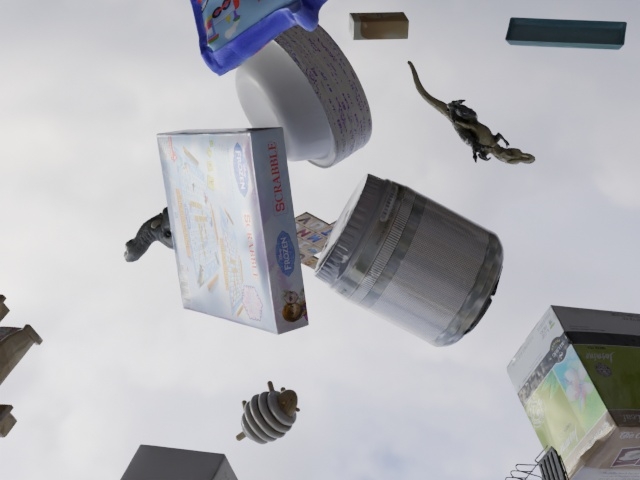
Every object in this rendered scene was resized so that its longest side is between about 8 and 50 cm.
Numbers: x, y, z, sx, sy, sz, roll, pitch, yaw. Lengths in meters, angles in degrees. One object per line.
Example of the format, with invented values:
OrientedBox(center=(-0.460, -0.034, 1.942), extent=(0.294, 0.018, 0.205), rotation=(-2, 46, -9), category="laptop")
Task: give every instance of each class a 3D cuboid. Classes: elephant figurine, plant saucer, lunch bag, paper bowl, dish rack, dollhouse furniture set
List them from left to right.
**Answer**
OrientedBox(center=(-0.561, 0.169, 1.597), extent=(0.303, 0.173, 0.355), rotation=(-4, -139, 36), category="dollhouse furniture set")
OrientedBox(center=(-0.236, -0.048, 1.955), extent=(0.169, 0.239, 0.186), rotation=(15, 179, -44), category="elephant figurine")
OrientedBox(center=(-0.031, -0.303, 1.072), extent=(0.221, 0.138, 0.293), rotation=(-31, -138, 22), category="lunch bag")
OrientedBox(center=(-0.046, -0.257, 1.864), extent=(0.148, 0.284, 0.284), rotation=(-33, -147, -17), category="paper bowl")
OrientedBox(center=(0.394, 0.533, 1.990), extent=(0.074, 0.271, 0.208), rotation=(12, -140, -18), category="dish rack")
OrientedBox(center=(0.407, -0.342, 1.714), extent=(0.192, 0.018, 0.067), rotation=(5, -132, 17), category="plant saucer")

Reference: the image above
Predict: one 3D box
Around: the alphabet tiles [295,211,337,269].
OrientedBox(center=(0.000, 0.000, 2.354), extent=(0.198, 0.009, 0.237), rotation=(-26, 145, 31), category="alphabet tiles")

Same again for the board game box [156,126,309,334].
OrientedBox(center=(-0.150, -0.025, 1.699), extent=(0.066, 0.318, 0.318), rotation=(-15, -167, -33), category="board game box")

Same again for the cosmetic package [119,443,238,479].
OrientedBox(center=(-0.181, 0.414, 1.285), extent=(0.138, 0.224, 0.224), rotation=(2, -139, 27), category="cosmetic package")

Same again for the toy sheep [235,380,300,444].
OrientedBox(center=(-0.088, 0.287, 1.687), extent=(0.091, 0.132, 0.091), rotation=(40, -158, -20), category="toy sheep")

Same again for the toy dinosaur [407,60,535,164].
OrientedBox(center=(0.237, -0.190, 1.682), extent=(0.268, 0.064, 0.118), rotation=(40, -165, -8), category="toy dinosaur")

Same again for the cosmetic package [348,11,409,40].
OrientedBox(center=(0.117, -0.435, 2.092), extent=(0.115, 0.041, 0.060), rotation=(-4, -148, -9), category="cosmetic package")

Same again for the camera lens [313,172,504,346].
OrientedBox(center=(0.154, 0.036, 1.745), extent=(0.274, 0.219, 0.219), rotation=(28, -158, -5), category="camera lens")

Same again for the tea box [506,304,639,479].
OrientedBox(center=(0.622, 0.331, 2.158), extent=(0.329, 0.220, 0.323), rotation=(7, -140, -24), category="tea box")
